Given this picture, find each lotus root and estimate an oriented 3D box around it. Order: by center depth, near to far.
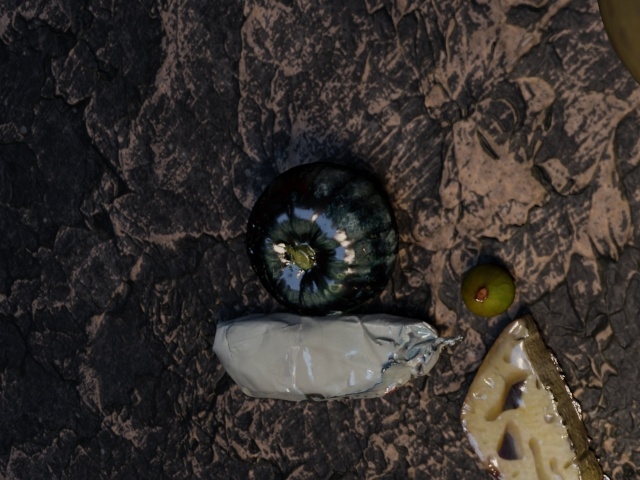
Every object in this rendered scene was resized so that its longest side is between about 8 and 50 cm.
[{"bbox_3d":[0.278,0.249,1.250,0.170,0.074,0.260,-35,79,38],"label":"lotus root"}]

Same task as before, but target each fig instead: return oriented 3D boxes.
[{"bbox_3d":[0.224,0.070,1.236,0.074,0.088,0.074,2,96,17],"label":"fig"}]

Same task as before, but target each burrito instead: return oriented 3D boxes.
[{"bbox_3d":[0.016,0.177,1.397,0.445,0.101,0.139,-5,83,36],"label":"burrito"}]

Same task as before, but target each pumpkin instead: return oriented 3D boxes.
[{"bbox_3d":[0.000,0.000,1.330,0.233,0.163,0.233,11,114,24],"label":"pumpkin"}]

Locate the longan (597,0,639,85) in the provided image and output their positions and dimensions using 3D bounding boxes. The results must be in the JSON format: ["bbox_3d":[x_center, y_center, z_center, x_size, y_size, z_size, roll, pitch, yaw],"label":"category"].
[{"bbox_3d":[0.446,-0.263,0.876,0.361,0.361,0.361,9,105,34],"label":"longan"}]
